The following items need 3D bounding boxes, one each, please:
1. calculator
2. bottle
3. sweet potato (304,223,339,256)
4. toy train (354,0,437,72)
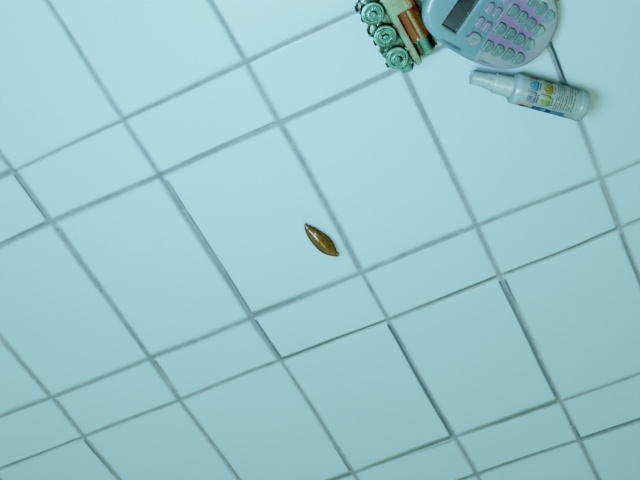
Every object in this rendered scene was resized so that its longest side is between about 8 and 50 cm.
[{"bbox_3d":[0.275,-0.400,1.716,0.298,0.041,0.185,24,111,-27],"label":"calculator"},{"bbox_3d":[0.372,-0.267,1.817,0.217,0.060,0.060,14,121,-9],"label":"bottle"},{"bbox_3d":[0.000,0.000,1.999,0.034,0.034,0.095,-39,103,22],"label":"sweet potato"},{"bbox_3d":[0.135,-0.377,1.743,0.118,0.074,0.176,-29,117,10],"label":"toy train"}]
